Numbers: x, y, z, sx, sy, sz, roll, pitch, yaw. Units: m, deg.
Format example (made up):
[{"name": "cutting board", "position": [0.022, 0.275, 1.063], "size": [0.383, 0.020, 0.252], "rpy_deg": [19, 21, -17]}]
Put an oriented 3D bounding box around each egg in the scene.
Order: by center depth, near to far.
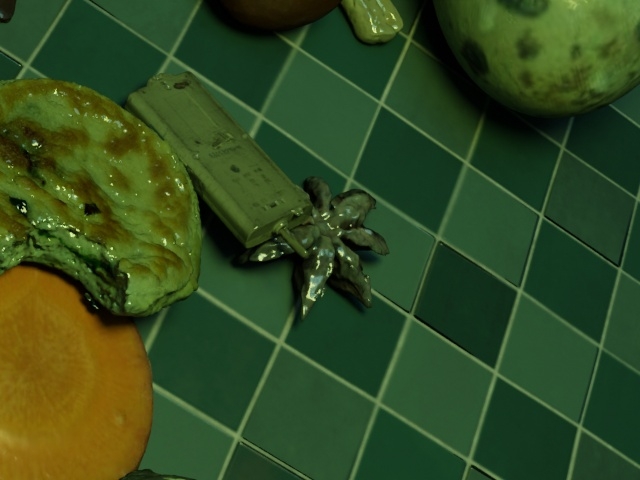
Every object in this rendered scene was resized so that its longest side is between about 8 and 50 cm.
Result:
[{"name": "egg", "position": [0.301, -0.350, 1.790], "size": [0.345, 0.345, 0.428], "rpy_deg": [28, 57, -16]}]

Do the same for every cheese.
[{"name": "cheese", "position": [0.035, -0.329, 1.805], "size": [0.065, 0.043, 0.194], "rpy_deg": [-24, 78, -38]}]

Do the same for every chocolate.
[{"name": "chocolate", "position": [-0.052, -0.319, 1.682], "size": [0.176, 0.177, 0.177], "rpy_deg": [16, 56, -25]}]

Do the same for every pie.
[{"name": "pie", "position": [-0.233, -0.046, 1.406], "size": [0.302, 0.067, 0.302], "rpy_deg": [26, 35, -19]}]

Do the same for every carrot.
[{"name": "carrot", "position": [-0.267, 0.128, 1.313], "size": [0.258, 0.100, 0.307], "rpy_deg": [19, 51, -27]}]

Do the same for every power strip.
[{"name": "power strip", "position": [-0.098, -0.077, 1.533], "size": [0.092, 0.034, 0.268], "rpy_deg": [-26, 64, -36]}]

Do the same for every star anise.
[{"name": "star anise", "position": [0.000, 0.000, 1.580], "size": [0.204, 0.061, 0.181], "rpy_deg": [-2, 65, -34]}]

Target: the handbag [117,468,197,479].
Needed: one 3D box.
[{"name": "handbag", "position": [-0.146, 0.317, 1.235], "size": [0.175, 0.088, 0.270], "rpy_deg": [-40, 122, -39]}]

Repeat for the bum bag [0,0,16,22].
[{"name": "bum bag", "position": [-0.393, -0.293, 1.526], "size": [0.159, 0.026, 0.109], "rpy_deg": [19, 55, -30]}]
